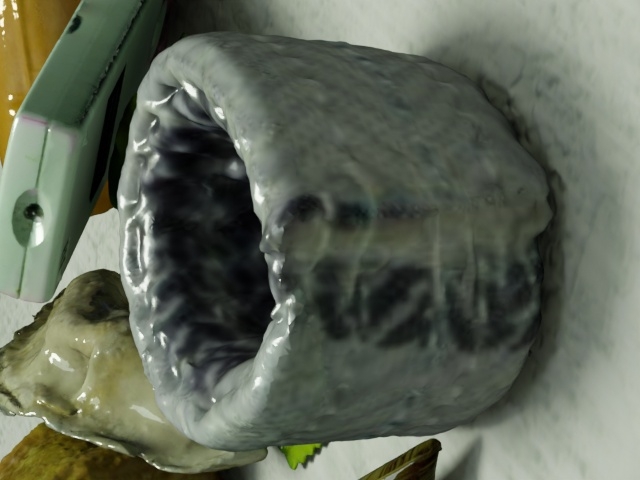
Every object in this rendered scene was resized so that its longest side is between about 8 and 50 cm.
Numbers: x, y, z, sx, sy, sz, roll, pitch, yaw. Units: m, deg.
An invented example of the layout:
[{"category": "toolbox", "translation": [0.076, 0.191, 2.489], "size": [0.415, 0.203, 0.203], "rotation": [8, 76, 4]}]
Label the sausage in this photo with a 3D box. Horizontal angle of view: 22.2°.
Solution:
[{"category": "sausage", "translation": [-0.217, -0.195, 1.311], "size": [0.134, 0.116, 0.354], "rotation": [-48, -43, -63]}]

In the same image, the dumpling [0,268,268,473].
[{"category": "dumpling", "translation": [-0.158, 0.072, 1.176], "size": [0.332, 0.166, 0.086], "rotation": [-142, 55, -61]}]

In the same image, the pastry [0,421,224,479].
[{"category": "pastry", "translation": [-0.153, 0.212, 1.165], "size": [0.103, 0.189, 0.188], "rotation": [28, 117, 55]}]

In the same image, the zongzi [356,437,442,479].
[{"category": "zongzi", "translation": [0.036, 0.223, 0.893], "size": [0.184, 0.084, 0.187], "rotation": [-38, 64, 46]}]

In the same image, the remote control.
[{"category": "remote control", "translation": [-0.152, -0.111, 1.127], "size": [0.344, 0.050, 0.145], "rotation": [-77, 3, -55]}]

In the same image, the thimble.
[{"category": "thimble", "translation": [0.000, 0.000, 0.854], "size": [0.245, 0.157, 0.217], "rotation": [-163, 72, -65]}]

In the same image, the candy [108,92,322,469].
[{"category": "candy", "translation": [-0.053, 0.025, 1.057], "size": [0.246, 0.069, 0.149], "rotation": [58, 152, 20]}]

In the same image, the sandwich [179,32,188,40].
[{"category": "sandwich", "translation": [-0.077, -0.110, 1.173], "size": [0.101, 0.026, 0.069], "rotation": [24, 109, 60]}]
